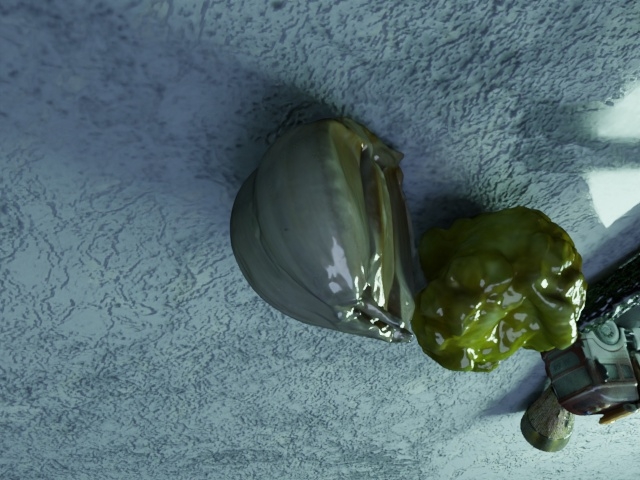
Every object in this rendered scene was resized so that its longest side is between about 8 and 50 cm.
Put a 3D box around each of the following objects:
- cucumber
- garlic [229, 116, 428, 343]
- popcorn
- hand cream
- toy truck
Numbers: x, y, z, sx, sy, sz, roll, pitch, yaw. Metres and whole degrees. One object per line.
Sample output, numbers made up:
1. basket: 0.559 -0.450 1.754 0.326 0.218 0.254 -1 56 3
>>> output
1. cucumber: 0.396 0.051 0.862 0.058 0.058 0.187 19 131 -37
2. garlic: 0.000 0.000 0.567 0.143 0.178 0.229 -10 160 16
3. popcorn: 0.174 0.045 0.696 0.198 0.155 0.197 -8 152 -4
4. hand cream: 0.388 0.260 1.109 0.084 0.084 0.203 -8 134 -11
5. toy truck: 0.457 0.185 0.973 0.271 0.135 0.114 1 150 -21
